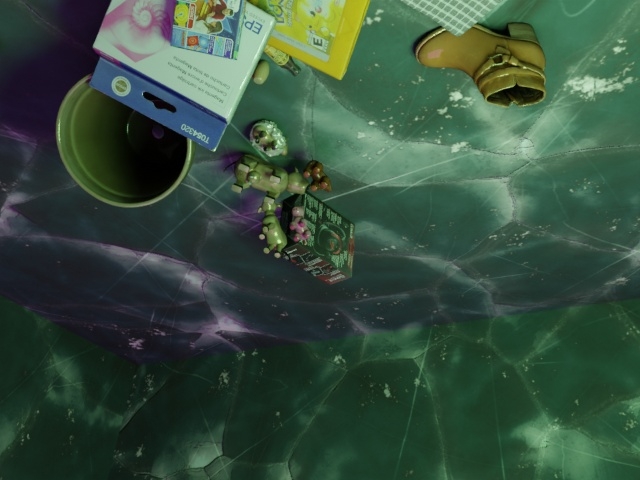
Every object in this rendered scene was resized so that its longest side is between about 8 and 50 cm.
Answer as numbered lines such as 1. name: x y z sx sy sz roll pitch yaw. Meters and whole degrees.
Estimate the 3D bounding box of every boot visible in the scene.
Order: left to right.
1. boot: 0.359 -0.382 1.284 0.283 0.220 0.109 0 147 7

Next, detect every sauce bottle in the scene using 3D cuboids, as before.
1. sauce bottle: -0.097 -0.452 1.396 0.042 0.042 0.128 -23 139 35

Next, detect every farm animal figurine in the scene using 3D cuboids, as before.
1. farm animal figurine: -0.129 -0.150 1.699 0.327 0.172 0.330 36 113 -8

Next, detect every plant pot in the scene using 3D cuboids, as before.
1. plant pot: -0.452 -0.267 1.457 0.323 0.280 0.323 1 104 3

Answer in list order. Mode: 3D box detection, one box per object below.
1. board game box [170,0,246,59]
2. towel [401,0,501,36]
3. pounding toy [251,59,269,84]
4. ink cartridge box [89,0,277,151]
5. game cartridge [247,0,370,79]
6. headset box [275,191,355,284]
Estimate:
1. board game box: -0.220 -0.481 1.153 0.136 0.035 0.201 13 104 0
2. towel: 0.267 -0.553 1.124 0.283 0.121 0.235 22 144 -26
3. pounding toy: -0.267 -0.393 1.404 0.269 0.154 0.155 6 147 -2
4. ink cartridge box: -0.308 -0.407 1.233 0.324 0.071 0.330 27 105 -6
5. game cartridge: -0.061 -0.515 1.197 0.323 0.053 0.285 25 146 1
6. headset box: 0.000 0.000 1.922 0.110 0.218 0.293 -23 139 38
